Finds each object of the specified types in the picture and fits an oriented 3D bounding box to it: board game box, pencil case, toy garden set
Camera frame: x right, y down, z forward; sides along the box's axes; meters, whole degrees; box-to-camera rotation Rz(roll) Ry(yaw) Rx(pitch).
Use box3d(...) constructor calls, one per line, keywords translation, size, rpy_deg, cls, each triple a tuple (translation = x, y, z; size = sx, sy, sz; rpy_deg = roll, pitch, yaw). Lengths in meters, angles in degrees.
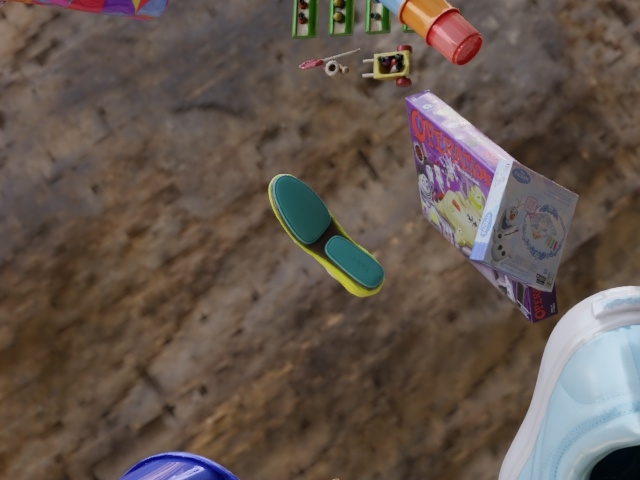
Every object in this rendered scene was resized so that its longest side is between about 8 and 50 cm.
box3d(translation=(0.220, -0.054, 1.997), size=(0.056, 0.208, 0.347), rpy_deg=(-16, 30, -15), cls="board game box")
box3d(translation=(-0.293, -0.314, 1.687), size=(0.236, 0.104, 0.104), rpy_deg=(2, -23, -19), cls="pencil case")
box3d(translation=(0.175, -0.012, 1.227), size=(0.090, 0.090, 0.020), rpy_deg=(24, -9, -37), cls="board game box")
box3d(translation=(0.060, -0.362, 2.451), size=(0.244, 0.204, 0.049), rpy_deg=(-1, -8, 21), cls="toy garden set")

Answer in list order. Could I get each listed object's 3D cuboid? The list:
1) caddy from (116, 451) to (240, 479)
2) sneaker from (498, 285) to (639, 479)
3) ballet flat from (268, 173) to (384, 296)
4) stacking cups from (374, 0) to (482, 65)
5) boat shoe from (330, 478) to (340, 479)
box3d(translation=(-0.206, 0.401, 1.687), size=(0.341, 0.241, 0.179), rpy_deg=(-39, -10, 26), cls="caddy")
box3d(translation=(0.211, 0.209, 1.092), size=(0.135, 0.150, 0.366), rpy_deg=(-3, -46, 1), cls="sneaker")
box3d(translation=(0.000, 0.000, 2.157), size=(0.077, 0.231, 0.077), rpy_deg=(-46, 2, -23), cls="ballet flat")
box3d(translation=(0.130, -0.400, 2.302), size=(0.096, 0.316, 0.096), rpy_deg=(-33, -29, -21), cls="stacking cups")
box3d(translation=(-0.031, 0.398, 1.999), size=(0.170, 0.059, 0.063), rpy_deg=(-32, -13, -11), cls="boat shoe")
